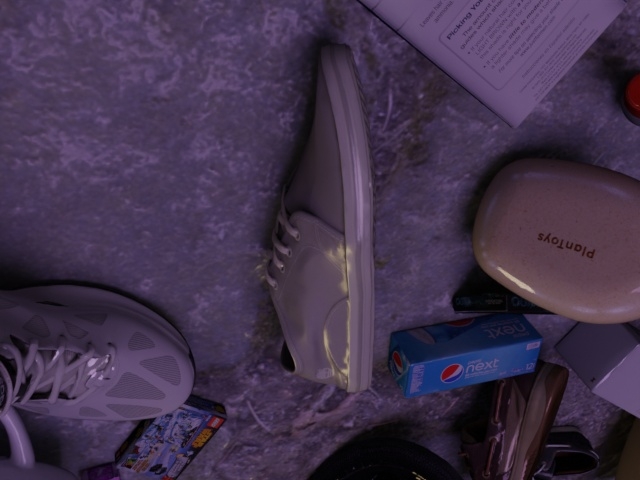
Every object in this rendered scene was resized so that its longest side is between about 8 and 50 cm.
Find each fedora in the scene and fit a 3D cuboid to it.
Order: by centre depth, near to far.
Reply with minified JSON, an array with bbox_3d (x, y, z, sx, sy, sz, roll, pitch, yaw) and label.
[{"bbox_3d":[0.118,0.466,1.232,0.334,0.334,0.152,-47,162,14],"label":"fedora"}]

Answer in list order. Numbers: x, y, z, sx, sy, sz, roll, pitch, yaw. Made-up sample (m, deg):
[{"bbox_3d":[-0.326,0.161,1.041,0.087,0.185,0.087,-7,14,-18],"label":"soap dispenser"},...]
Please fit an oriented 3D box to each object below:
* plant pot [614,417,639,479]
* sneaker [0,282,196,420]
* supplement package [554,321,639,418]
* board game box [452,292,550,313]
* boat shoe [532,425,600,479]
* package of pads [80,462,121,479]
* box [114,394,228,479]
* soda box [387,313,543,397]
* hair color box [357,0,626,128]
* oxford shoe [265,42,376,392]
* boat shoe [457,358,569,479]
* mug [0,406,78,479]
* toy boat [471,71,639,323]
[{"bbox_3d":[0.645,0.384,1.372,0.257,0.256,0.273,-12,111,-14],"label":"plant pot"},{"bbox_3d":[-0.306,0.146,0.781,0.448,0.257,0.169,23,102,-33],"label":"sneaker"},{"bbox_3d":[0.481,0.196,1.241,0.179,0.105,0.105,28,110,-35],"label":"supplement package"},{"bbox_3d":[0.296,0.089,1.088,0.186,0.126,0.026,3,83,-24],"label":"board game box"},{"bbox_3d":[0.366,0.374,1.339,0.233,0.079,0.084,-2,125,-17],"label":"boat shoe"},{"bbox_3d":[-0.299,0.349,1.084,0.050,0.032,0.083,-12,127,-16],"label":"package of pads"},{"bbox_3d":[-0.204,0.268,1.067,0.094,0.027,0.137,29,110,-33],"label":"box"},{"bbox_3d":[0.207,0.162,1.128,0.210,0.071,0.067,-7,125,-17],"label":"soda box"},{"bbox_3d":[0.125,-0.276,0.765,0.347,0.105,0.174,29,109,-35],"label":"hair color box"},{"bbox_3d":[0.000,0.000,0.888,0.130,0.169,0.449,2,126,3],"label":"oxford shoe"},{"bbox_3d":[0.283,0.326,1.244,0.123,0.123,0.341,-28,135,-53],"label":"boat shoe"},{"bbox_3d":[-0.443,0.340,0.896,0.328,0.276,0.373,-5,95,-28],"label":"mug"},{"bbox_3d":[0.351,-0.057,0.964,0.148,0.268,0.318,-9,123,-67],"label":"toy boat"}]
